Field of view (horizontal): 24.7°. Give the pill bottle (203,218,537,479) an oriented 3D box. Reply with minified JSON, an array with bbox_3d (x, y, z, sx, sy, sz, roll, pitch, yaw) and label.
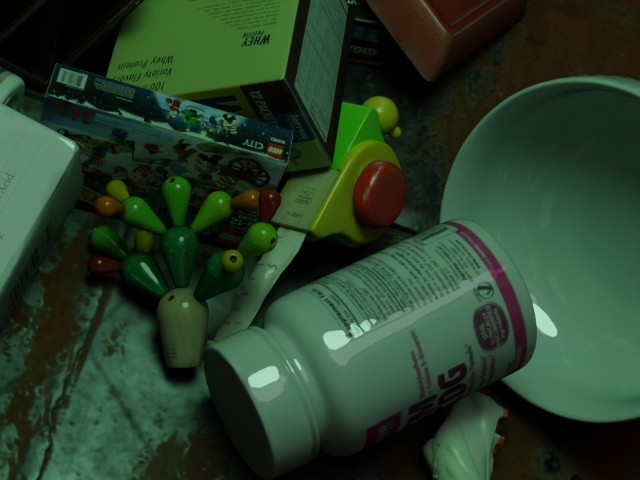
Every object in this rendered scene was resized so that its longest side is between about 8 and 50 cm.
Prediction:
[{"bbox_3d":[0.045,0.103,1.361,0.283,0.160,0.160,-24,68,-20],"label":"pill bottle"}]

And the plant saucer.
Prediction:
[{"bbox_3d":[0.120,-0.334,1.670,0.258,0.047,0.259,53,41,-2],"label":"plant saucer"}]

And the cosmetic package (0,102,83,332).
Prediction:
[{"bbox_3d":[-0.426,-0.066,1.291,0.385,0.156,0.217,27,74,-2],"label":"cosmetic package"}]

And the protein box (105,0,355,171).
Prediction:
[{"bbox_3d":[-0.088,-0.180,1.470,0.199,0.136,0.201,-6,52,21],"label":"protein box"}]

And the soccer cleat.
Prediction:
[{"bbox_3d":[0.129,0.226,1.382,0.076,0.068,0.196,15,48,-3],"label":"soccer cleat"}]

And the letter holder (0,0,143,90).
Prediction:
[{"bbox_3d":[-0.265,-0.348,1.497,0.152,0.214,0.302,28,50,-32],"label":"letter holder"}]

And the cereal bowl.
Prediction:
[{"bbox_3d":[0.288,0.003,1.427,0.141,0.339,0.339,-10,61,-46],"label":"cereal bowl"}]

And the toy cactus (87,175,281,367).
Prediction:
[{"bbox_3d":[-0.132,0.029,1.371,0.219,0.112,0.181,-2,90,22],"label":"toy cactus"}]

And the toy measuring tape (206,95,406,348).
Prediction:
[{"bbox_3d":[0.000,0.000,1.471,0.121,0.121,0.330,28,73,1],"label":"toy measuring tape"}]

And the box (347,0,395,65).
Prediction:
[{"bbox_3d":[-0.073,-0.342,1.670,0.322,0.079,0.257,7,55,-14],"label":"box"}]

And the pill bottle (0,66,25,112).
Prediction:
[{"bbox_3d":[-0.385,-0.155,1.432,0.169,0.094,0.094,28,54,0],"label":"pill bottle"}]

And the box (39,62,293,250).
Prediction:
[{"bbox_3d":[-0.159,-0.075,1.416,0.233,0.159,0.044,15,53,-9],"label":"box"}]
